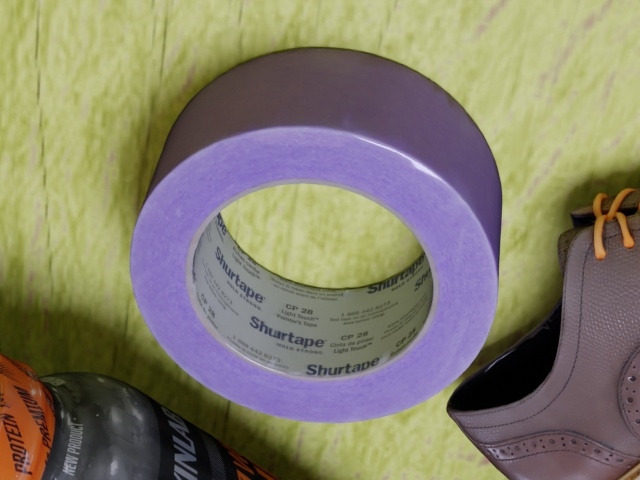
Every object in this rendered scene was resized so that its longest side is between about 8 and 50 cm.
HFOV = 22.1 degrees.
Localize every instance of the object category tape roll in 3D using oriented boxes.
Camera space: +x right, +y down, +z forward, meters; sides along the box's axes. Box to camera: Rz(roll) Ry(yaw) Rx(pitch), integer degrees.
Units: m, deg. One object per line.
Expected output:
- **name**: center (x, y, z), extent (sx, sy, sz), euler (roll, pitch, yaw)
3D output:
- **tape roll**: center (0.000, 0.000, 0.858), extent (0.189, 0.080, 0.189), euler (4, 126, 5)

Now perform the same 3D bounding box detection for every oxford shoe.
- **oxford shoe**: center (0.194, 0.014, 0.814), extent (0.132, 0.130, 0.364), euler (33, 122, -5)

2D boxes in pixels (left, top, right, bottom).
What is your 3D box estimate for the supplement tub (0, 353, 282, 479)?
- **supplement tub**: center (-0.095, 0.209, 0.914), extent (0.207, 0.207, 0.338), euler (-35, 125, 28)
